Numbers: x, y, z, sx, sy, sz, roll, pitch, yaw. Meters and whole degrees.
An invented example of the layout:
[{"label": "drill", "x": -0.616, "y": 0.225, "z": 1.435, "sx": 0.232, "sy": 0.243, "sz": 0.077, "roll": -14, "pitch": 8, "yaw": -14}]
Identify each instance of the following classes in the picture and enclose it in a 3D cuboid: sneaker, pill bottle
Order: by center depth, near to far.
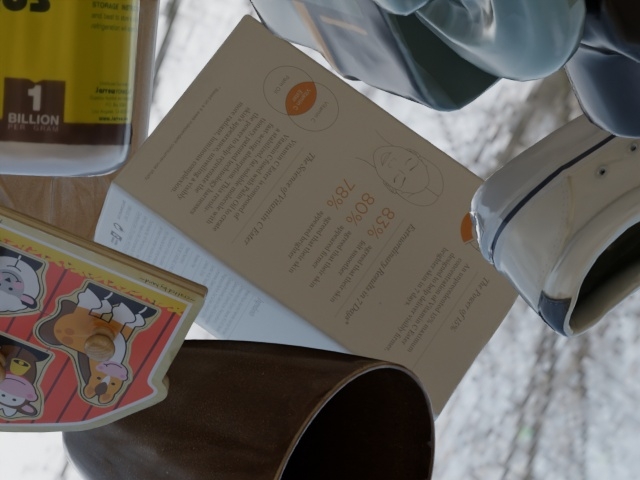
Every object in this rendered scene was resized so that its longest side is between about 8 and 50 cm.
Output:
[{"label": "sneaker", "x": 0.197, "y": -0.045, "z": 0.910, "sx": 0.094, "sy": 0.258, "sz": 0.091, "roll": 37, "pitch": -161, "yaw": -57}, {"label": "pill bottle", "x": -0.144, "y": -0.141, "z": 0.930, "sx": 0.117, "sy": 0.215, "sz": 0.117, "roll": 3, "pitch": -175, "yaw": 0}]

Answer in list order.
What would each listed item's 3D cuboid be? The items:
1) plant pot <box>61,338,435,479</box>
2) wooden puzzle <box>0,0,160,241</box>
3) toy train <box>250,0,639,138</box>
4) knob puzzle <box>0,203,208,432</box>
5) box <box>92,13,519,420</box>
[{"label": "plant pot", "x": -0.071, "y": 0.158, "z": 1.421, "sx": 0.230, "sy": 0.215, "sz": 0.215, "roll": 18, "pitch": -155, "yaw": 32}, {"label": "wooden puzzle", "x": -0.319, "y": -0.097, "z": 2.090, "sx": 0.080, "sy": 0.322, "sz": 0.348, "roll": 28, "pitch": -146, "yaw": 32}, {"label": "toy train", "x": -0.004, "y": -0.170, "z": 0.423, "sx": 0.142, "sy": 0.334, "sz": 0.190, "roll": -39, "pitch": -151, "yaw": -15}, {"label": "knob puzzle", "x": -0.186, "y": 0.067, "z": 1.223, "sx": 0.213, "sy": 0.213, "sz": 0.030, "roll": 20, "pitch": -137, "yaw": -10}, {"label": "box", "x": 0.000, "y": 0.000, "z": 1.752, "sx": 0.345, "sy": 0.168, "sz": 0.215, "roll": 36, "pitch": -114, "yaw": 1}]
